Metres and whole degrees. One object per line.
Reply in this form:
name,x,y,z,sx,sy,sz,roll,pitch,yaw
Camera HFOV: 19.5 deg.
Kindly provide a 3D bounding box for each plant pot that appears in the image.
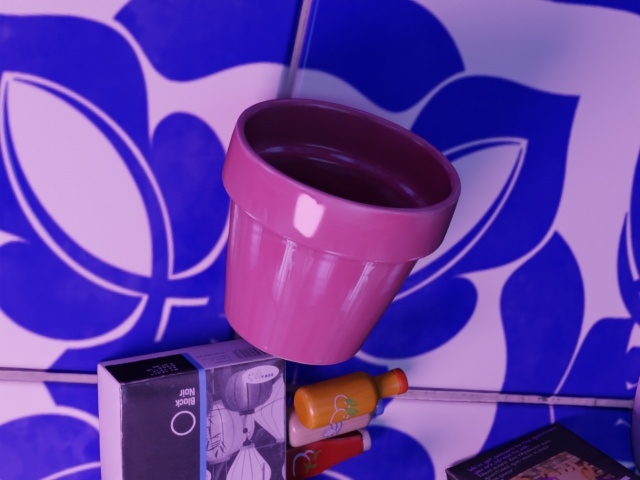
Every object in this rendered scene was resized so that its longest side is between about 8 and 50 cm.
plant pot,0.000,0.000,1.620,0.201,0.201,0.180,3,120,-28

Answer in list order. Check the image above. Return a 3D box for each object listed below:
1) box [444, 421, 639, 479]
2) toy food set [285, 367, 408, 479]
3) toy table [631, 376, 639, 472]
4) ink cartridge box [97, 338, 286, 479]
box,0.255,0.315,1.797,0.143,0.270,0.165,-20,115,-20
toy food set,0.025,0.223,1.741,0.105,0.111,0.232,-14,110,-22
toy table,0.442,0.161,1.910,0.252,0.161,0.274,3,106,-28
ink cartridge box,-0.115,0.260,1.712,0.165,0.065,0.332,-10,112,-25
